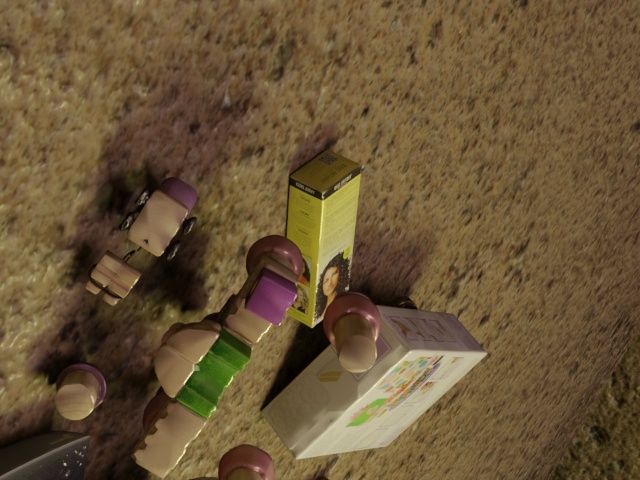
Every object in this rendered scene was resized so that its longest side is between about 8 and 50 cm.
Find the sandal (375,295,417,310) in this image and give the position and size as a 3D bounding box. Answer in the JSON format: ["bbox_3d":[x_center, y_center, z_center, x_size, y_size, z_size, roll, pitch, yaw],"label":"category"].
[{"bbox_3d":[0.103,0.130,1.965,0.090,0.060,0.219,-38,165,-7],"label":"sandal"}]

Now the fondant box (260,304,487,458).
[{"bbox_3d":[0.090,0.213,1.889,0.238,0.096,0.330,-45,159,15],"label":"fondant box"}]

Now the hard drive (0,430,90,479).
[{"bbox_3d":[-0.353,0.302,1.296,0.255,0.054,0.172,-25,136,-51],"label":"hard drive"}]

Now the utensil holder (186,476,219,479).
[{"bbox_3d":[-0.205,0.505,1.425,0.385,0.328,0.327,-28,138,-44],"label":"utensil holder"}]

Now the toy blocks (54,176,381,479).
[{"bbox_3d":[-0.123,0.106,1.408,0.288,0.309,0.260,-55,-172,11],"label":"toy blocks"}]

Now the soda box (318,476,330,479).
[{"bbox_3d":[-0.025,0.447,2.031,0.181,0.058,0.061,-14,126,-58],"label":"soda box"}]

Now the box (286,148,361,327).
[{"bbox_3d":[0.000,0.000,1.652,0.087,0.058,0.232,-39,145,-39],"label":"box"}]
